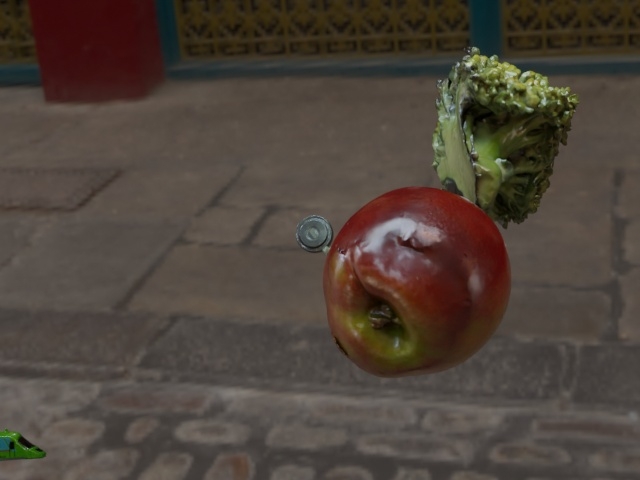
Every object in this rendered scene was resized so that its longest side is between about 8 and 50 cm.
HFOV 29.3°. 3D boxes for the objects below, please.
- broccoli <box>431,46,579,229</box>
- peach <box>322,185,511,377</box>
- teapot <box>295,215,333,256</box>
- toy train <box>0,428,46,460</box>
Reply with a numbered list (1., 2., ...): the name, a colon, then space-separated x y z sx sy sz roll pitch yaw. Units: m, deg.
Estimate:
1. broccoli: 0.258 -0.126 1.633 0.181 0.242 0.273 -2 28 -9
2. peach: 0.097 0.034 1.203 0.198 0.197 0.197 -5 20 2
3. teapot: 0.000 0.000 2.162 0.066 0.088 0.057 -39 -15 6
4. toy train: -0.495 0.290 1.733 0.209 0.042 0.044 -2 1 -5
